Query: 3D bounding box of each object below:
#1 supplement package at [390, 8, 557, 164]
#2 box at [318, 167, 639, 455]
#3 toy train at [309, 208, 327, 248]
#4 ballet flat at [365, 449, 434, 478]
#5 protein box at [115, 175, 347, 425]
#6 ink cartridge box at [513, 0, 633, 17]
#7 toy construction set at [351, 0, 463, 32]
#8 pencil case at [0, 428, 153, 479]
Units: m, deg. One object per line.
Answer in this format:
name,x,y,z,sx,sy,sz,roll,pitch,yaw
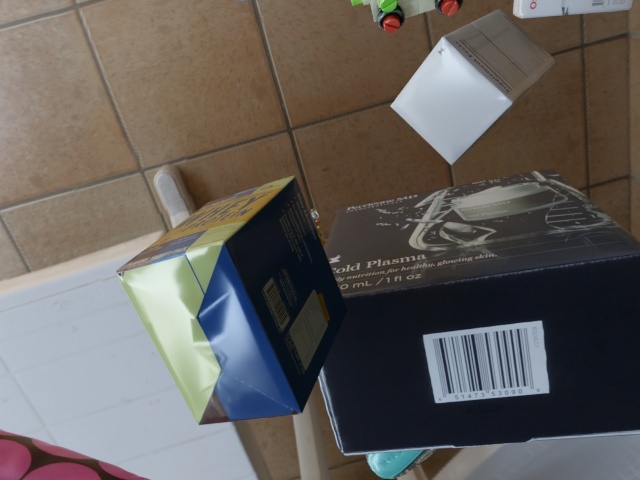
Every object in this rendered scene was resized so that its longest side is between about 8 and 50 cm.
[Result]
supplement package,0.245,-0.247,0.809,0.139,0.244,0.134,46,137,6
box,0.259,0.098,0.944,0.479,0.472,0.298,-10,108,12
toy train,0.000,0.000,1.271,0.046,0.125,0.166,-39,78,20
ballet flat,0.304,0.465,1.367,0.164,0.182,0.483,47,123,11
protein box,-0.083,0.062,0.596,0.135,0.201,0.200,-14,109,23
ink cartridge box,0.562,-0.598,1.141,0.236,0.100,0.172,-2,118,7
toy construction set,0.154,-0.469,0.831,0.327,0.151,0.215,1,155,17
pencil case,-0.196,0.199,0.357,0.209,0.095,0.098,18,96,8
